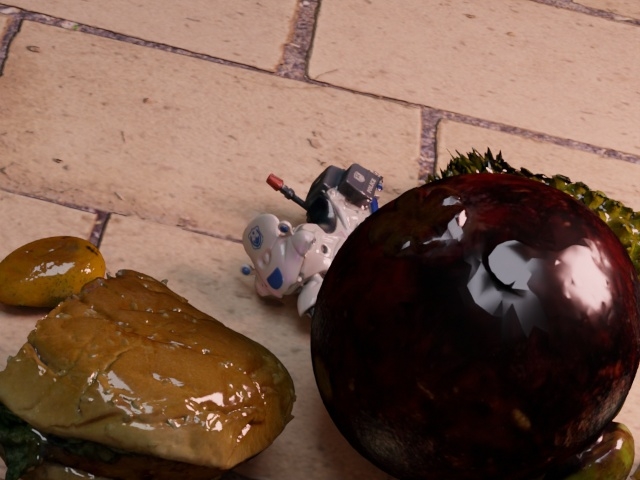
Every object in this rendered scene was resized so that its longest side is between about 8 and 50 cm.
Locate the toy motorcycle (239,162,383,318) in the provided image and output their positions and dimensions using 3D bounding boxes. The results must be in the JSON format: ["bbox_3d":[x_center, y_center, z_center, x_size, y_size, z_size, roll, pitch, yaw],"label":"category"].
[{"bbox_3d":[0.000,0.000,1.781,0.150,0.102,0.221,34,40,-10],"label":"toy motorcycle"}]

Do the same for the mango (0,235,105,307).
[{"bbox_3d":[-0.264,0.034,1.680,0.114,0.057,0.079,-19,53,-25],"label":"mango"}]

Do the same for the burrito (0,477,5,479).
[{"bbox_3d":[-0.128,0.283,1.395,0.392,0.076,0.117,19,36,5],"label":"burrito"}]

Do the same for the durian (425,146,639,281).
[{"bbox_3d":[0.263,0.015,1.863,0.352,0.158,0.169,23,4,9],"label":"durian"}]

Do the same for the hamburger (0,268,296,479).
[{"bbox_3d":[-0.139,0.137,1.486,0.211,0.132,0.309,26,21,18],"label":"hamburger"}]

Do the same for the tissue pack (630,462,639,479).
[{"bbox_3d":[0.385,0.217,1.611,0.148,0.099,0.106,38,39,7],"label":"tissue pack"}]

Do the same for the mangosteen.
[{"bbox_3d":[0.153,0.111,1.584,0.306,0.359,0.306,-19,31,12],"label":"mangosteen"}]
